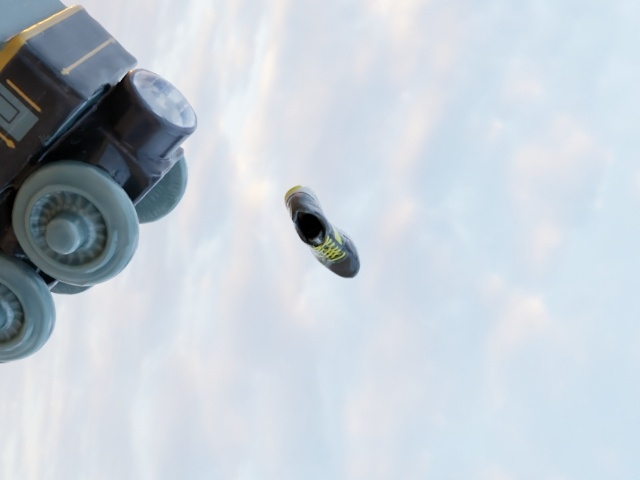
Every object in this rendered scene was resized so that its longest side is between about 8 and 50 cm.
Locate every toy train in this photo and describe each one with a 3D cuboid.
[{"bbox_3d":[-0.230,-0.018,0.668,0.334,0.190,0.142,-41,-170,25],"label":"toy train"}]

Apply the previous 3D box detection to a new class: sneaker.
[{"bbox_3d":[0.000,0.000,0.748,0.031,0.083,0.035,-33,-157,16],"label":"sneaker"}]
